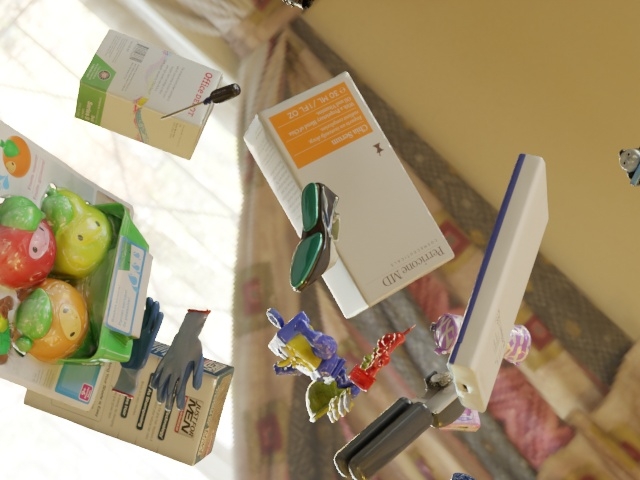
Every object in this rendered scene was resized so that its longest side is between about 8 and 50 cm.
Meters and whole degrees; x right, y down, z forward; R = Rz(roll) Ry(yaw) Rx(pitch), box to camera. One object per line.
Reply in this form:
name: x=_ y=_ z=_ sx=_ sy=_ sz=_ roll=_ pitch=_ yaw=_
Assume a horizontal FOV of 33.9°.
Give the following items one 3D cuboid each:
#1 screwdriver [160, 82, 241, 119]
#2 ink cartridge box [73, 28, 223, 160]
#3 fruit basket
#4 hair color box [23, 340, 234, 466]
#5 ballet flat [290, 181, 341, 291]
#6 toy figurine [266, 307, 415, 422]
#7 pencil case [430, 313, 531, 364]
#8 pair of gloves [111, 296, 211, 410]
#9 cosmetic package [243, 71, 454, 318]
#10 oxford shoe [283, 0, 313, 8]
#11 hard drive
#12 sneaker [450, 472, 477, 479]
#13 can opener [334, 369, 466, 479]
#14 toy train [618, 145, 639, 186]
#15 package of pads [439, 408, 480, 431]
screwdriver: x=-0.183 y=-0.202 z=1.583 sx=0.169 sy=0.025 sz=0.024 roll=-20 pitch=-174 yaw=39
ink cartridge box: x=-0.288 y=-0.246 z=1.779 sx=0.093 sy=0.212 sz=0.154 roll=114 pitch=-7 yaw=-47
fruit basket: x=-0.373 y=0.036 z=1.429 sx=0.353 sy=0.165 sz=0.327 roll=49 pitch=45 yaw=-60
hair color box: x=-0.349 y=0.266 z=1.917 sx=0.105 sy=0.347 sz=0.174 roll=-11 pitch=118 yaw=-76
ballet flat: x=0.000 y=0.000 z=1.654 sx=0.074 sy=0.074 sz=0.203 roll=-43 pitch=-146 yaw=48
toy figurine: x=-0.004 y=0.187 z=1.891 sx=0.191 sy=0.217 sz=0.362 roll=-50 pitch=178 yaw=-19
pencil case: x=0.335 y=0.206 z=2.177 sx=0.086 sy=0.206 sz=0.088 roll=-156 pitch=-104 yaw=-68
pair of gloves: x=-0.241 y=0.167 z=1.570 sx=0.198 sy=0.023 sz=0.159 roll=5 pitch=-107 yaw=39
cosmetic package: x=0.055 y=-0.094 z=2.200 sx=0.230 sy=0.453 sz=0.161 roll=-29 pitch=176 yaw=-20
oxford shoe: x=-0.057 y=-0.409 z=1.661 sx=0.227 sy=0.096 sz=0.082 roll=2 pitch=-160 yaw=38
hard drive: x=0.257 y=0.064 z=1.493 sx=0.210 sy=0.040 sz=0.319 roll=62 pitch=46 yaw=-62
sneaker: x=0.211 y=0.434 z=1.483 sx=0.232 sy=0.081 sz=0.091 roll=-97 pitch=-152 yaw=-64
can opener: x=0.145 y=0.288 z=1.638 sx=0.280 sy=0.093 sz=0.074 roll=-32 pitch=-161 yaw=-30
toy train: x=0.560 y=-0.121 z=1.727 sx=0.184 sy=0.105 sz=0.080 roll=-7 pitch=123 yaw=-48
package of pads: x=0.272 y=0.351 z=2.083 sx=0.032 sy=0.083 sz=0.050 roll=115 pitch=-26 yaw=-50
